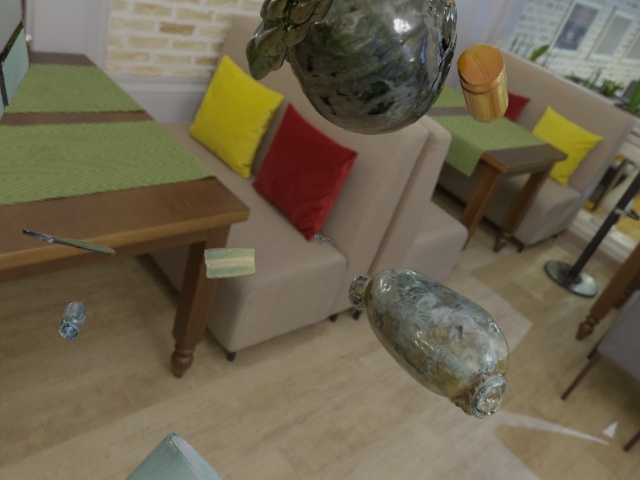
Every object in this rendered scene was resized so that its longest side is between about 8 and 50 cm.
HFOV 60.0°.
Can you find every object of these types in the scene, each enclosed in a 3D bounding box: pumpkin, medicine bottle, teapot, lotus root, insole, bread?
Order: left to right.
[{"bbox_3d":[-0.572,0.186,1.270,0.049,0.063,0.083,33,28,-26],"label":"teapot"},{"bbox_3d":[-0.484,0.004,1.090,0.110,0.012,0.309,19,-5,5],"label":"insole"},{"bbox_3d":[-0.358,0.618,1.224,0.245,0.245,0.290,38,72,26],"label":"medicine bottle"},{"bbox_3d":[-0.215,0.052,1.325,0.084,0.074,0.139,-2,-2,9],"label":"bread"},{"bbox_3d":[0.095,-0.440,1.105,0.343,0.455,0.454,-15,24,20],"label":"pumpkin"},{"bbox_3d":[0.187,0.147,0.972,0.175,0.175,0.349,-9,36,-40],"label":"lotus root"},{"bbox_3d":[0.356,-0.336,1.206,0.096,0.096,0.192,37,3,25],"label":"medicine bottle"}]

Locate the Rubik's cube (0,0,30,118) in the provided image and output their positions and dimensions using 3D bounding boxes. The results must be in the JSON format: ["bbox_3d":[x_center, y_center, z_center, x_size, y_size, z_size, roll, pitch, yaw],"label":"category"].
[{"bbox_3d":[-0.445,-0.221,0.603,0.183,0.167,0.180,16,56,-12],"label":"Rubik's cube"}]

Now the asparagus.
[{"bbox_3d":[-0.044,-0.306,0.755,0.080,0.287,0.080,5,79,-30],"label":"asparagus"}]

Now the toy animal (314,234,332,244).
[{"bbox_3d":[0.000,0.001,1.765,0.050,0.028,0.084,4,-11,37],"label":"toy animal"}]
